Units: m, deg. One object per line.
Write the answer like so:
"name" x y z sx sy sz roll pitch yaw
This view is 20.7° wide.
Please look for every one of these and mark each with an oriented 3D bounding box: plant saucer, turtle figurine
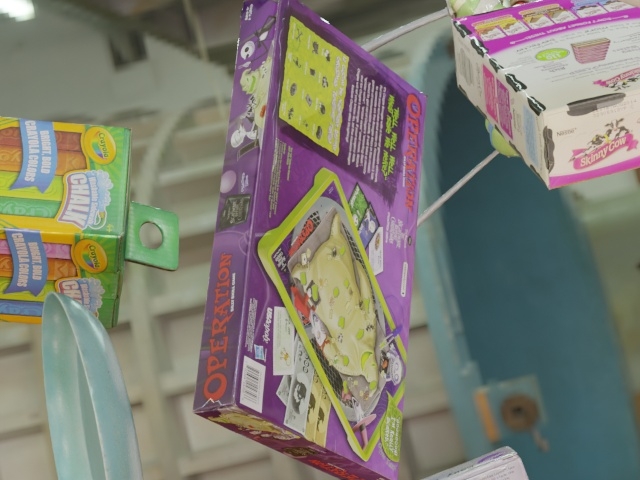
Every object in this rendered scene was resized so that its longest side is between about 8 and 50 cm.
"plant saucer" -0.220 0.203 1.709 0.043 0.318 0.317 -9 -11 -18
"turtle figurine" 0.188 -0.184 1.712 0.266 0.198 0.274 -46 15 -32

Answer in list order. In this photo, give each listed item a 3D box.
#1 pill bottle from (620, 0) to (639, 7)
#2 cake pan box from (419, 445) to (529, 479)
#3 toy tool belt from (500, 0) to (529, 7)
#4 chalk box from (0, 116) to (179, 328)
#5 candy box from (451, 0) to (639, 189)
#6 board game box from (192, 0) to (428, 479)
"pill bottle" 0.255 -0.266 1.068 0.146 0.146 0.264 -8 -22 -28
"cake pan box" 0.131 0.370 1.816 0.266 0.246 0.070 -22 7 -3
"toy tool belt" 0.197 -0.206 1.756 0.052 0.051 0.083 -2 -31 -7
"chalk box" -0.310 -0.020 2.066 0.289 0.180 0.179 3 -41 -8
"candy box" 0.220 -0.134 1.465 0.159 0.071 0.233 -13 27 -8
"board game box" 0.000 0.000 1.378 0.056 0.347 0.208 -15 -31 39
